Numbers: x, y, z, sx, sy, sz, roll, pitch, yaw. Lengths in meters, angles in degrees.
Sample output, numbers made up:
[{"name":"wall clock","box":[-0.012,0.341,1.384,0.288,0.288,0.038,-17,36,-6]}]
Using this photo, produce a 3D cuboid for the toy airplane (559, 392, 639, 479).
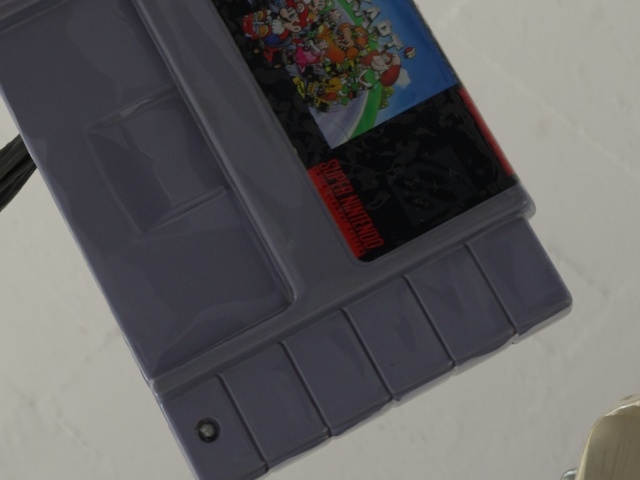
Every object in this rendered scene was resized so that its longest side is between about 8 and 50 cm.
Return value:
[{"name":"toy airplane","box":[0.188,0.322,1.083,0.272,0.386,0.384,-14,-107,-32]}]

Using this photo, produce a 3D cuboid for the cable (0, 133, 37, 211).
[{"name":"cable","box":[-0.260,-0.140,1.688,0.072,0.139,0.287,45,-69,5]}]

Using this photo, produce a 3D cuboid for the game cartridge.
[{"name":"game cartridge","box":[-0.040,-0.065,0.953,0.230,0.068,0.355,-29,-104,-1]}]
